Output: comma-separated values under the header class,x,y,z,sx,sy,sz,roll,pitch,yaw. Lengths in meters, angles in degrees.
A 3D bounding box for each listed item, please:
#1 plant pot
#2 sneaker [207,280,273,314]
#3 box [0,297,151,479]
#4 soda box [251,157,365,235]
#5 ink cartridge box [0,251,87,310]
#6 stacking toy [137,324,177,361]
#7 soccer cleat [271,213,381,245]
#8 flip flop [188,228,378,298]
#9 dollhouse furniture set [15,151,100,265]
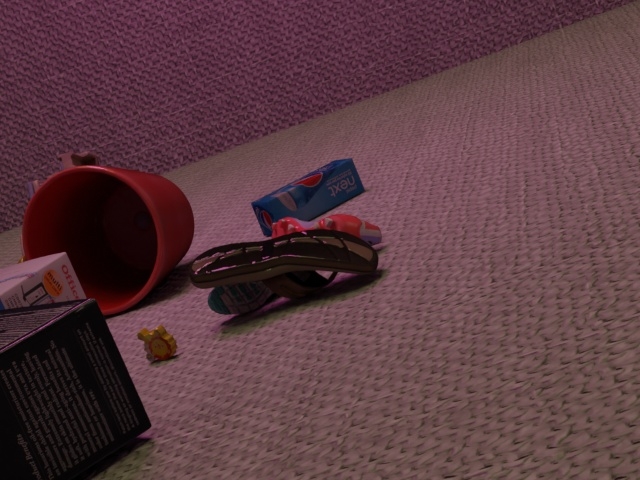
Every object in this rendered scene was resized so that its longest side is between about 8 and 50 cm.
class,x,y,z,sx,sy,sz,roll,pitch,yaw
plant pot,-0.365,-0.017,2.212,0.275,0.275,0.243,-18,4,19
sneaker,-0.100,0.071,1.828,0.166,0.065,0.076,-24,-4,-26
box,-0.415,0.216,1.414,0.294,0.182,0.296,-30,13,-38
soda box,-0.023,-0.083,2.291,0.210,0.071,0.067,-29,14,-30
ink cartridge box,-0.481,0.147,1.853,0.168,0.171,0.233,-14,15,28
stacking toy,-0.333,0.186,1.696,0.221,0.052,0.167,-11,14,29
soccer cleat,0.000,0.000,1.925,0.095,0.083,0.248,5,-7,-28
flip flop,-0.052,0.046,1.742,0.277,0.080,0.112,-9,22,8
dollhouse furniture set,-0.562,-0.034,2.397,0.198,0.286,0.303,-19,-11,13
